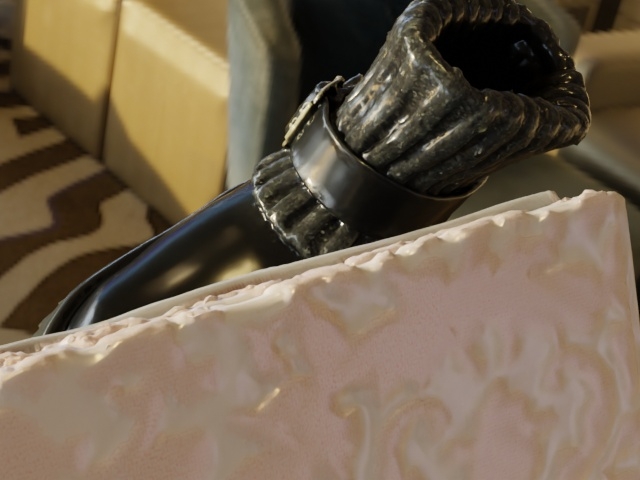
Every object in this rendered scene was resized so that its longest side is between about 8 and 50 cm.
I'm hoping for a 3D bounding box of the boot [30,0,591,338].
[{"bbox_3d":[-0.002,-0.004,0.719,0.131,0.260,0.348,49,37,-9],"label":"boot"}]

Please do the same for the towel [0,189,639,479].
[{"bbox_3d":[0.017,0.161,0.531,0.332,0.317,0.053,-14,9,-31],"label":"towel"}]
